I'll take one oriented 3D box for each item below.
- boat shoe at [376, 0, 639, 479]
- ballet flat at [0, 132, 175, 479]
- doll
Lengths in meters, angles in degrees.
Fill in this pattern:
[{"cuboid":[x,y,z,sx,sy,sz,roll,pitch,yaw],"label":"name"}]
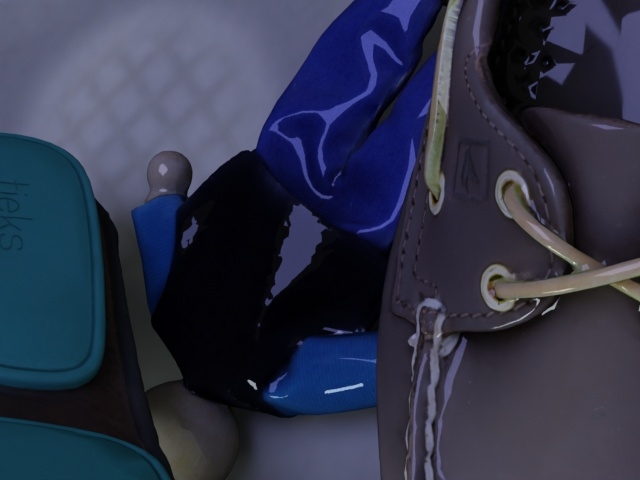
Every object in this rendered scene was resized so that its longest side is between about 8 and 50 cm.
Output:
[{"cuboid":[0.078,-0.023,0.442,0.117,0.097,0.324,12,84,13],"label":"boat shoe"},{"cuboid":[-0.087,0.070,0.477,0.280,0.095,0.096,-100,22,-61],"label":"ballet flat"},{"cuboid":[0.000,0.000,0.533,0.129,0.046,0.189,38,94,30],"label":"doll"}]
